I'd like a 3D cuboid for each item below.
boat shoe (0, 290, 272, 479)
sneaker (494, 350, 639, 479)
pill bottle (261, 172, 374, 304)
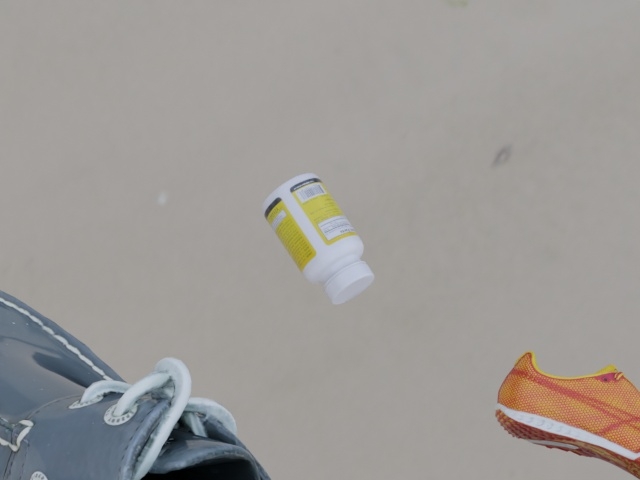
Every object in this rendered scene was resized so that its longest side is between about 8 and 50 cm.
[{"bbox_3d":[-0.040,0.092,0.642,0.116,0.099,0.319,3,29,-45],"label":"boat shoe"},{"bbox_3d":[0.203,0.118,1.284,0.175,0.064,0.067,21,74,11],"label":"sneaker"},{"bbox_3d":[0.000,0.000,1.823,0.065,0.065,0.116,-23,69,-29],"label":"pill bottle"}]
